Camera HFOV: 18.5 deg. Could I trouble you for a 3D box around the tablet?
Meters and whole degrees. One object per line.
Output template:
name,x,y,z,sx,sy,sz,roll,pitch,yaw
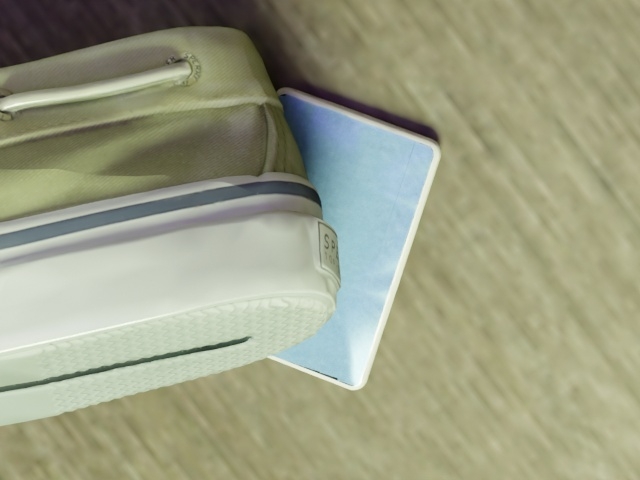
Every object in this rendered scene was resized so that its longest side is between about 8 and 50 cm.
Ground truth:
tablet,0.000,0.000,0.596,0.054,0.006,0.083,21,107,10

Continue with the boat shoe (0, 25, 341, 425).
boat shoe,-0.147,0.010,0.553,0.302,0.109,0.094,-10,70,-13
